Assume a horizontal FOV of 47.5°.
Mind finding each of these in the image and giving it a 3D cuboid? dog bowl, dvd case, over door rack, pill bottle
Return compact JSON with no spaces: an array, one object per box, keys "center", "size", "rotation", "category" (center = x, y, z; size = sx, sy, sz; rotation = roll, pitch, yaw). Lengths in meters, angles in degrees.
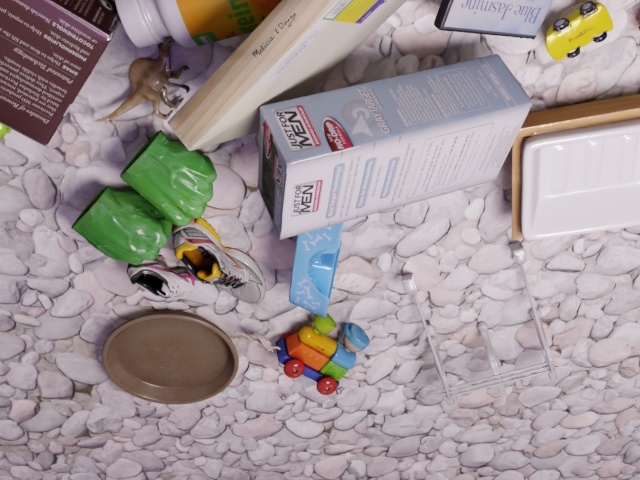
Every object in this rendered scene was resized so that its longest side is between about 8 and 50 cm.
[{"center":[0.000,0.000,1.262],"size":[0.074,0.166,0.297],"rotation":[12,129,2],"category":"dog bowl"},{"center":[0.275,-0.402,0.999],"size":[0.181,0.022,0.253],"rotation":[-4,133,-26],"category":"dvd case"},{"center":[0.321,0.161,1.456],"size":[0.240,0.108,0.324],"rotation":[-17,114,10],"category":"over door rack"},{"center":[-0.145,-0.340,0.982],"size":[0.246,0.136,0.136],"rotation":[-13,129,7],"category":"pill bottle"}]

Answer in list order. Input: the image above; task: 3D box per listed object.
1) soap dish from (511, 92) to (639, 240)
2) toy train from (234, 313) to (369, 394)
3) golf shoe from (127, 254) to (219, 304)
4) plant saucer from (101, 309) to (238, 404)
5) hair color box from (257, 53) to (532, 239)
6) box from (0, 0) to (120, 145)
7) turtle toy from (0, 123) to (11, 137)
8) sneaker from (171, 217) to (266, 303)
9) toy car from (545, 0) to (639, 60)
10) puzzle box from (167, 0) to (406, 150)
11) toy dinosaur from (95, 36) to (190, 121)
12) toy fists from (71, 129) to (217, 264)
[{"center":[0.457,-0.125,1.210],"size":[0.291,0.118,0.228],"rotation":[-9,129,4],"category":"soap dish"},{"center":[-0.030,0.195,1.458],"size":[0.248,0.105,0.143],"rotation":[33,110,-27],"category":"toy train"},{"center":[-0.275,0.086,1.356],"size":[0.186,0.086,0.067],"rotation":[25,122,-24],"category":"golf shoe"},{"center":[-0.308,0.240,1.509],"size":[0.278,0.041,0.277],"rotation":[-2,129,-3],"category":"plant saucer"},{"center":[0.101,-0.139,1.076],"size":[0.375,0.113,0.185],"rotation":[-16,150,-16],"category":"hair color box"},{"center":[-0.391,-0.280,0.995],"size":[0.167,0.168,0.203],"rotation":[29,122,-24],"category":"box"},{"center":[-0.524,-0.208,1.104],"size":[0.066,0.095,0.130],"rotation":[-28,129,-9],"category":"turtle toy"},{"center":[-0.189,0.055,1.331],"size":[0.088,0.092,0.225],"rotation":[-35,124,23],"category":"sneaker"},{"center":[0.451,-0.373,1.049],"size":[0.239,0.053,0.224],"rotation":[-3,129,-3],"category":"toy car"},{"center":[0.003,-0.282,0.968],"size":[0.409,0.272,0.052],"rotation":[-40,88,24],"category":"puzzle box"},{"center":[-0.262,-0.234,1.129],"size":[0.093,0.053,0.183],"rotation":[39,111,-12],"category":"toy dinosaur"},{"center":[-0.289,-0.062,1.231],"size":[0.142,0.096,0.279],"rotation":[41,118,-19],"category":"toy fists"}]
